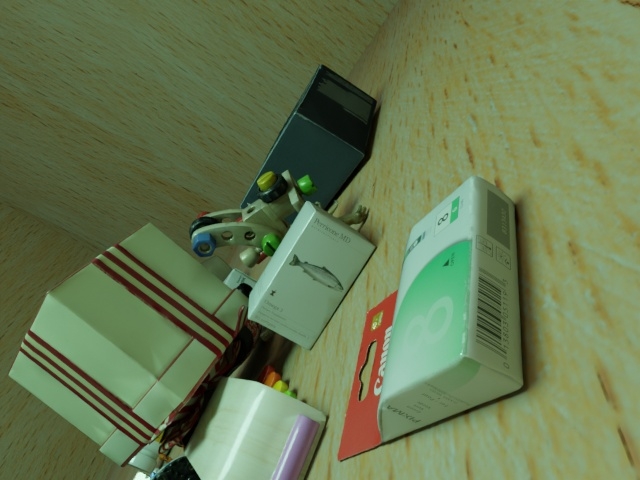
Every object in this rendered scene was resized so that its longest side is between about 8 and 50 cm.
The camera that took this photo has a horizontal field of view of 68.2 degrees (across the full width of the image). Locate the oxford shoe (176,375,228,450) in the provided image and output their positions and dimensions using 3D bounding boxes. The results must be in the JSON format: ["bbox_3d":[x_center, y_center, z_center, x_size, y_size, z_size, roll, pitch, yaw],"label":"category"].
[{"bbox_3d":[-0.229,0.329,0.842,0.271,0.097,0.098,-48,0,42],"label":"oxford shoe"}]

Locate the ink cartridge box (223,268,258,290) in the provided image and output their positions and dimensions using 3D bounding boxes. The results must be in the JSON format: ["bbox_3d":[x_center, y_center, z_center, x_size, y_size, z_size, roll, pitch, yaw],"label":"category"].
[{"bbox_3d":[-0.252,0.224,1.185,0.273,0.114,0.197,-46,17,49],"label":"ink cartridge box"}]

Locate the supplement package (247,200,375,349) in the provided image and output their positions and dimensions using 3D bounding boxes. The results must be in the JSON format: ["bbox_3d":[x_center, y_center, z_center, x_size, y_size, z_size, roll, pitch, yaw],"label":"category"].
[{"bbox_3d":[-0.018,0.048,0.699,0.179,0.105,0.105,-58,12,7],"label":"supplement package"}]

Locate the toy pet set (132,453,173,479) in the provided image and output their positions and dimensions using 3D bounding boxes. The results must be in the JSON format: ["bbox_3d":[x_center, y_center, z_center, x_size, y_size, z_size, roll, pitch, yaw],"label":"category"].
[{"bbox_3d":[-0.367,0.549,1.061,0.114,0.065,0.122,77,-145,-54],"label":"toy pet set"}]

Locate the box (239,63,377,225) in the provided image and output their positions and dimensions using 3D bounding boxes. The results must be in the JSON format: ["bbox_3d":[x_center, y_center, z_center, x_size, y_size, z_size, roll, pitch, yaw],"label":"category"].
[{"bbox_3d":[-0.024,-0.212,1.148,0.296,0.182,0.294,-52,13,38],"label":"box"}]

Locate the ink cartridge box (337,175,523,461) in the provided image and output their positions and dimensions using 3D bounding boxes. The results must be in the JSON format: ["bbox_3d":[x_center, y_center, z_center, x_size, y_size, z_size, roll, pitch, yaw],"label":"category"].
[{"bbox_3d":[0.071,0.073,0.413,0.224,0.056,0.181,-45,19,44],"label":"ink cartridge box"}]

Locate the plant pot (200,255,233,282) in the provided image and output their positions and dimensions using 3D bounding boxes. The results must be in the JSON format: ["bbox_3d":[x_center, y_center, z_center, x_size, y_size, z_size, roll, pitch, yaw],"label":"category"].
[{"bbox_3d":[-0.402,0.181,1.665,0.229,0.263,0.263,-43,8,-15],"label":"plant pot"}]

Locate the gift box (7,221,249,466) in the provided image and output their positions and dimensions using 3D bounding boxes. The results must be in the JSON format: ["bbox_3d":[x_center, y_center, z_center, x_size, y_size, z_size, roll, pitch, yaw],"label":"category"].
[{"bbox_3d":[-0.262,0.156,0.714,0.276,0.258,0.255,-45,7,37],"label":"gift box"}]

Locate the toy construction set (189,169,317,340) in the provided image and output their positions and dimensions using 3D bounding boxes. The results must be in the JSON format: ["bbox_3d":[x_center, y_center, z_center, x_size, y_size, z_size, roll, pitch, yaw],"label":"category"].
[{"bbox_3d":[-0.078,-0.014,0.925,0.237,0.257,0.309,-40,7,8],"label":"toy construction set"}]

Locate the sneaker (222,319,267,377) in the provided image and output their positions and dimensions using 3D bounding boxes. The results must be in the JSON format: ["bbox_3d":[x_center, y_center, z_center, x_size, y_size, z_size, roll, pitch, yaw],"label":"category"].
[{"bbox_3d":[-0.205,0.240,0.961,0.270,0.090,0.145,-48,-1,23],"label":"sneaker"}]

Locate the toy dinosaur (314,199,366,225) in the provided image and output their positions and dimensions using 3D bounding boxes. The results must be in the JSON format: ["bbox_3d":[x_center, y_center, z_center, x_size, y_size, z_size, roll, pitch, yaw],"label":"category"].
[{"bbox_3d":[0.000,0.000,0.763,0.183,0.092,0.053,-50,2,0],"label":"toy dinosaur"}]

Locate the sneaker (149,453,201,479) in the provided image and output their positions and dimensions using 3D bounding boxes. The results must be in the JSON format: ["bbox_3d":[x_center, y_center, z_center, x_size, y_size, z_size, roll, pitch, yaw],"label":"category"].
[{"bbox_3d":[-0.284,0.470,0.814,0.237,0.085,0.086,-57,7,-5],"label":"sneaker"}]

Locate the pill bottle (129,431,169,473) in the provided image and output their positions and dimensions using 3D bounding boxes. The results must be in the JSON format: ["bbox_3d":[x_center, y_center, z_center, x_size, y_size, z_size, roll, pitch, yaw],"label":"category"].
[{"bbox_3d":[-0.439,0.501,1.267,0.117,0.117,0.209,-42,22,54],"label":"pill bottle"}]

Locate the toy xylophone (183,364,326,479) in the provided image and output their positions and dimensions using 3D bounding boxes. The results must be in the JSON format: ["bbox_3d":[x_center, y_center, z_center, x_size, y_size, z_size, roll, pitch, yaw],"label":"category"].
[{"bbox_3d":[-0.115,0.273,0.601,0.236,0.081,0.322,-62,13,-14],"label":"toy xylophone"}]
